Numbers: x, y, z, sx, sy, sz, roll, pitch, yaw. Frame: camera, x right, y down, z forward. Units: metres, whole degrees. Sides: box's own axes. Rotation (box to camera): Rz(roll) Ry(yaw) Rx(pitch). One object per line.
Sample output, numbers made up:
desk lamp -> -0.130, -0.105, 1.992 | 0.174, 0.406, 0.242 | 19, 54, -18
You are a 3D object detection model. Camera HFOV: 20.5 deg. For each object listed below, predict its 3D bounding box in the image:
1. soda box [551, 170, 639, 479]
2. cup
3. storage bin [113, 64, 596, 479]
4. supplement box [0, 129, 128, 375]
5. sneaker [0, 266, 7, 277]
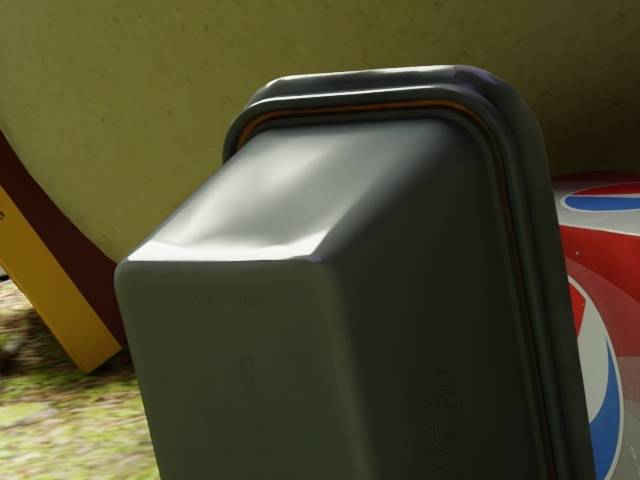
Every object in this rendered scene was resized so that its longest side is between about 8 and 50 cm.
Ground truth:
soda box -> 0.116, 0.035, 0.444 | 0.083, 0.092, 0.263 | -8, 9, -27
cup -> 0.057, -0.137, 0.624 | 0.331, 0.331, 0.237 | -11, -5, -28
storage bin -> 0.000, 0.037, 0.419 | 0.098, 0.135, 0.091 | -1, 20, 28
supplement box -> -0.080, -0.063, 0.818 | 0.194, 0.129, 0.191 | -37, 15, -8
sneaker -> -0.160, -0.052, 1.065 | 0.106, 0.123, 0.290 | -1, 9, 36
